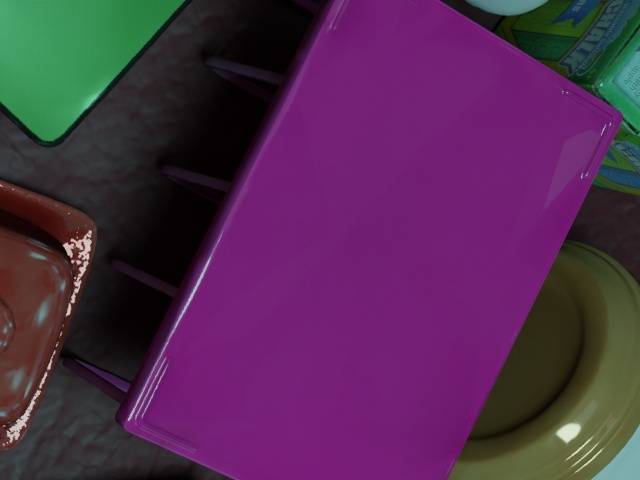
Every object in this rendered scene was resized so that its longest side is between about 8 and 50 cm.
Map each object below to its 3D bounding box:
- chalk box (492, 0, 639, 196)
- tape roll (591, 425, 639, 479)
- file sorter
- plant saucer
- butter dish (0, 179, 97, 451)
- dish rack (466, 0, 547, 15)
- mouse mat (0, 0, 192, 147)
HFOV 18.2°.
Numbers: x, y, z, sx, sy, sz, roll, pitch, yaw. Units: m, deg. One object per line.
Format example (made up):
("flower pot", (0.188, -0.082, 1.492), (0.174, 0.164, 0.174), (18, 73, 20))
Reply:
("chalk box", (0.220, -0.111, 1.272), (0.132, 0.213, 0.132), (42, 80, -24))
("tape roll", (0.218, 0.183, 1.340), (0.246, 0.169, 0.246), (-3, 99, -23))
("file sorter", (0.000, 0.000, 1.206), (0.202, 0.182, 0.291), (28, 87, -26))
("plant saucer", (0.116, 0.079, 1.261), (0.200, 0.200, 0.037), (-52, 135, -9))
("butter dish", (-0.208, 0.042, 1.152), (0.160, 0.118, 0.160), (21, 89, -26))
("dish rack", (0.089, -0.340, 1.258), (0.285, 0.072, 0.333), (30, 85, -24))
("mouse mat", (-0.154, -0.170, 1.208), (0.190, 0.007, 0.152), (-48, 113, -10))
